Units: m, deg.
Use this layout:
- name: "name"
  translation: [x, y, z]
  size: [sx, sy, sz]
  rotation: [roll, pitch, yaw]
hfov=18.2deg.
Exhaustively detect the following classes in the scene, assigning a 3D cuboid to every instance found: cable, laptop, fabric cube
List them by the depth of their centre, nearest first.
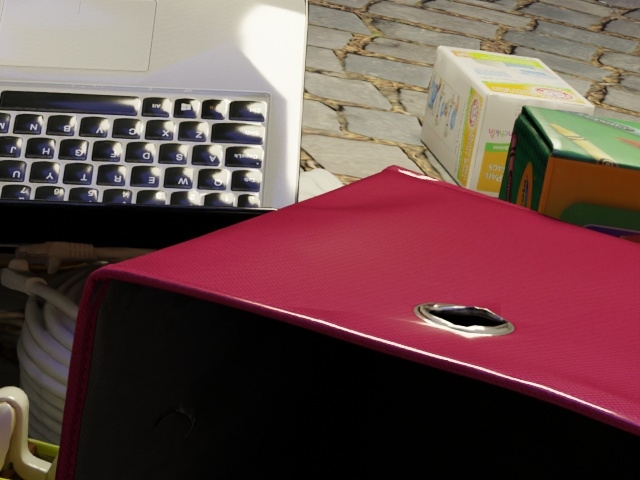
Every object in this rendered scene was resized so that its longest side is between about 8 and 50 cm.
- name: "fabric cube"
  translation: [0.063, 0.134, 0.798]
  size: [0.254, 0.259, 0.258]
  rotation: [17, 18, 24]
- name: "cable"
  translation: [-0.054, 0.085, 1.191]
  size: [0.257, 0.089, 0.257]
  rotation: [4, 19, -25]
- name: "laptop"
  translation: [-0.202, -0.105, 1.315]
  size: [0.382, 0.236, 0.408]
  rotation: [3, 50, 0]

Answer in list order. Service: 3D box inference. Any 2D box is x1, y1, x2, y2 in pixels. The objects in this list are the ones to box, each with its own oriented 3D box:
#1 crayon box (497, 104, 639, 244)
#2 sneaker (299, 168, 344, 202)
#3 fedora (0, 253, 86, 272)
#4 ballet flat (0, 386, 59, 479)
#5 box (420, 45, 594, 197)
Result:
- name: "crayon box"
  translation: [0.154, 0.087, 0.976]
  size: [0.165, 0.278, 0.081]
  rotation: [8, 17, -9]
- name: "sneaker"
  translation: [0.000, 0.000, 1.556]
  size: [0.094, 0.080, 0.212]
  rotation: [-10, 17, -23]
- name: "fedora"
  translation: [-0.245, -0.037, 1.487]
  size: [0.194, 0.079, 0.194]
  rotation: [9, 17, -3]
- name: "ballet flat"
  translation: [-0.143, 0.118, 1.038]
  size: [0.231, 0.077, 0.077]
  rotation: [12, 17, 6]
- name: "box"
  translation: [0.182, -0.115, 1.971]
  size: [0.114, 0.103, 0.203]
  rotation: [7, 17, -12]
